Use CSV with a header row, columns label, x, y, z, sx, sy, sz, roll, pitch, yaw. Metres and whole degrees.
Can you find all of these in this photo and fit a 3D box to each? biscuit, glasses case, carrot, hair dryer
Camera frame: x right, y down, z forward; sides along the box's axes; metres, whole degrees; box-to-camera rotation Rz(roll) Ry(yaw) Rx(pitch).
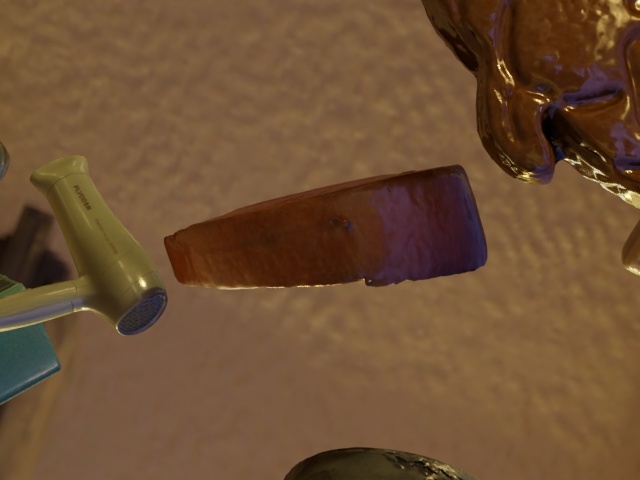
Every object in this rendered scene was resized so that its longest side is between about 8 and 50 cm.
label,x,y,z,sx,sy,sz,roll,pitch,yaw
biscuit,0.248,-0.189,1.510,0.350,0.394,0.070,-54,-178,-25
glasses case,0.457,-0.041,2.366,0.196,0.050,0.083,-60,-169,12
carrot,0.000,0.000,1.666,0.258,0.307,0.100,-8,88,-54
hair dryer,-0.294,0.032,1.816,0.237,0.206,0.075,-25,152,-20

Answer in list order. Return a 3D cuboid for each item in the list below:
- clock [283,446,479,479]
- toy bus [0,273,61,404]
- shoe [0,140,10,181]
label,x,y,z,sx,sy,sz,roll,pitch,yaw
clock,0.065,0.263,1.642,0.226,0.226,0.049,116,-8,-51
toy bus,-0.426,0.143,1.988,0.256,0.128,0.147,-30,-161,-24
shoe,-0.267,-0.078,1.265,0.195,0.079,0.078,52,-16,41
